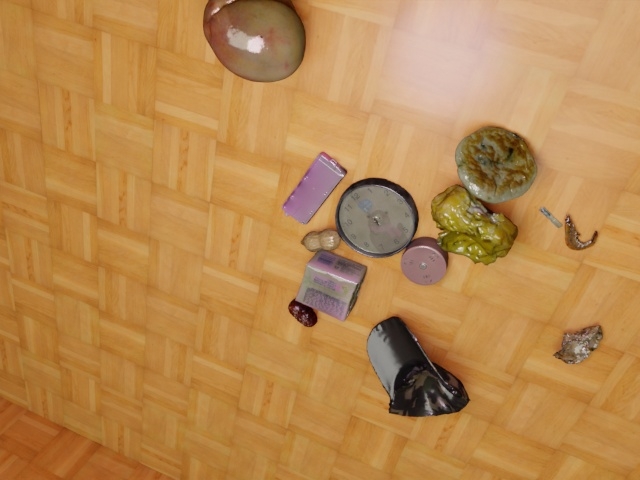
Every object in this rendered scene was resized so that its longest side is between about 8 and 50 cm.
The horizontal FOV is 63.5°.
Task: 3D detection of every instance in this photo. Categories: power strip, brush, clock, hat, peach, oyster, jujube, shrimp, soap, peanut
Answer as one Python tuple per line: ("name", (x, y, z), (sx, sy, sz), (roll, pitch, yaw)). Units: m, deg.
("power strip", (0.341, 0.068, 1.703), (0.154, 0.078, 0.154), (9, 120, 16))
("brush", (0.687, -0.067, 1.541), (0.084, 0.013, 0.016), (42, 121, -6))
("clock", (0.181, -0.070, 1.705), (0.281, 0.055, 0.280), (9, 119, 16))
("hat", (0.359, 0.459, 1.885), (0.366, 0.257, 0.381), (-30, 67, 46))
("peach", (-0.183, -0.578, 1.433), (0.292, 0.292, 0.247), (42, 148, -4))
("oyster", (0.834, 0.333, 1.669), (0.106, 0.056, 0.177), (23, 123, -5))
("jujube", (-0.064, 0.274, 1.965), (0.129, 0.077, 0.077), (44, 123, -7))
("shrimp", (0.762, -0.027, 1.525), (0.091, 0.025, 0.127), (-19, 112, 28))
("soap", (0.040, 0.156, 1.827), (0.200, 0.138, 0.182), (22, 121, 9))
("power strip", (-0.023, -0.170, 1.740), (0.109, 0.037, 0.279), (38, 123, -2))
("peanut", (0.000, 0.000, 1.775), (0.187, 0.082, 0.082), (-9, 114, 45))

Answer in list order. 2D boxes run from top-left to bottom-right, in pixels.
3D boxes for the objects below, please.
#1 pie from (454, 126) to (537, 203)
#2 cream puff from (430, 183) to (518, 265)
("pie", (0.485, -0.210, 1.431), (0.241, 0.240, 0.054), (31, 160, 3))
("cream puff", (0.428, -0.034, 1.500), (0.282, 0.282, 0.185), (38, 103, -1))
